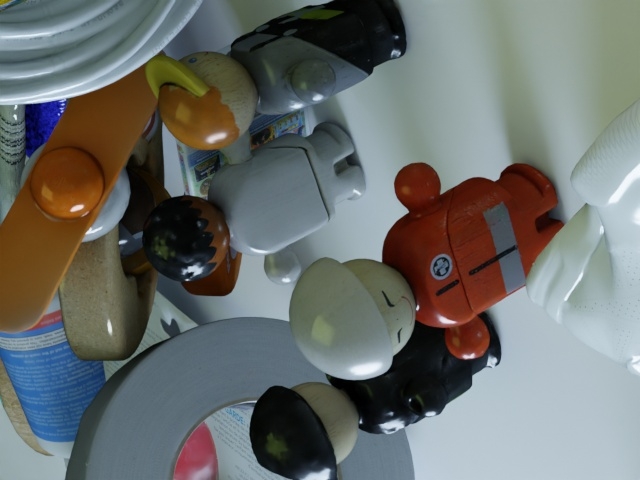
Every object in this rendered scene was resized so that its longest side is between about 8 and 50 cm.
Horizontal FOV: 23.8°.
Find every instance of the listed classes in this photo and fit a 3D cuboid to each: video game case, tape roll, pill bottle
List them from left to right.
[{"bbox_3d":[-0.224,0.125,1.414,0.124,0.124,0.221,23,136,55],"label":"pill bottle"},{"bbox_3d":[-0.052,0.161,0.982,0.219,0.219,0.072,62,158,-1],"label":"tape roll"},{"bbox_3d":[-0.044,-0.062,0.883,0.011,0.087,0.122,38,148,38],"label":"video game case"}]

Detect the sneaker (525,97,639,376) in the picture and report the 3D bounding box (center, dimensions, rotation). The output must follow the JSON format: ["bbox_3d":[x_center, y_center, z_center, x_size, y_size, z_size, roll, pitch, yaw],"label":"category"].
[{"bbox_3d":[0.146,-0.001,0.592,0.094,0.080,0.212,48,164,17],"label":"sneaker"}]

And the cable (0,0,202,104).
[{"bbox_3d":[-0.170,-0.196,0.778,0.089,0.257,0.257,9,122,69],"label":"cable"}]

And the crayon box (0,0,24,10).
[{"bbox_3d":[-0.062,-0.149,0.474,0.106,0.363,0.313,65,157,-9],"label":"crayon box"}]

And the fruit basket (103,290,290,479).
[{"bbox_3d":[-0.088,0.208,1.251,0.327,0.165,0.353,28,125,51],"label":"fruit basket"}]

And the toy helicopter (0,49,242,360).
[{"bbox_3d":[-0.138,-0.092,0.923,0.235,0.140,0.355,-65,-23,-69],"label":"toy helicopter"}]

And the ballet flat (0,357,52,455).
[{"bbox_3d":[-0.268,0.098,1.528,0.124,0.116,0.342,16,129,34],"label":"ballet flat"}]

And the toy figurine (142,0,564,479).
[{"bbox_3d":[0.000,0.000,0.785,0.209,0.148,0.213,53,156,18],"label":"toy figurine"}]

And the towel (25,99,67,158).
[{"bbox_3d":[-0.261,-0.198,1.191,0.308,0.076,0.227,46,153,32],"label":"towel"}]

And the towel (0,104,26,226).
[{"bbox_3d":[-0.271,-0.163,1.082,0.324,0.056,0.312,99,150,-51],"label":"towel"}]
